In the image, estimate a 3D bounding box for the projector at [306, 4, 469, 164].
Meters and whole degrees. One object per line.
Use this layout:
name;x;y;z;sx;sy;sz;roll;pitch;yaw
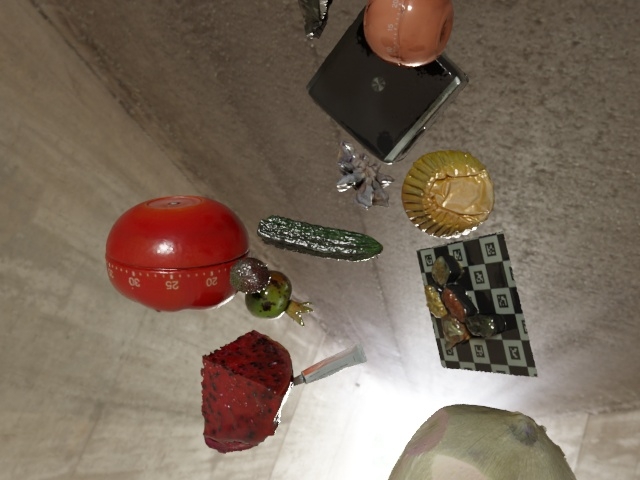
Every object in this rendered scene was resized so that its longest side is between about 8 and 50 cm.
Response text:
projector;0.225;-0.530;1.995;0.405;0.395;0.242;43;-156;7

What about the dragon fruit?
dragon fruit;-0.228;0.396;1.523;0.240;0.330;0.302;27;-161;-10

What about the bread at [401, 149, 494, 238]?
bread;0.323;-0.114;1.480;0.240;0.239;0.139;22;-168;-4

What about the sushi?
sushi;0.355;0.173;1.480;0.064;0.343;0.359;-11;177;-27

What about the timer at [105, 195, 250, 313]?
timer;-0.378;0.028;1.574;0.378;0.279;0.378;1;-163;0

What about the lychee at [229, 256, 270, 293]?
lychee;-0.130;0.066;1.094;0.083;0.067;0.068;-27;133;26

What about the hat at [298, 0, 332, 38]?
hat;0.020;-0.738;1.507;0.257;0.366;0.382;37;-174;16

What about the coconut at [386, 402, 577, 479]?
coconut;0.208;0.316;0.727;0.227;0.230;0.227;21;-155;-10

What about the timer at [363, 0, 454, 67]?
timer;0.232;-0.578;1.556;0.215;0.229;0.229;22;168;20

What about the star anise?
star anise;0.121;-0.188;1.746;0.093;0.229;0.236;-29;89;45

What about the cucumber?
cucumber;0.000;0.001;1.257;0.265;0.077;0.077;12;165;12

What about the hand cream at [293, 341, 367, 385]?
hand cream;0.022;0.340;1.587;0.038;0.216;0.052;43;149;56

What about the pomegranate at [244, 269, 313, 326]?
pomegranate;-0.125;0.175;1.774;0.220;0.156;0.156;19;167;1
